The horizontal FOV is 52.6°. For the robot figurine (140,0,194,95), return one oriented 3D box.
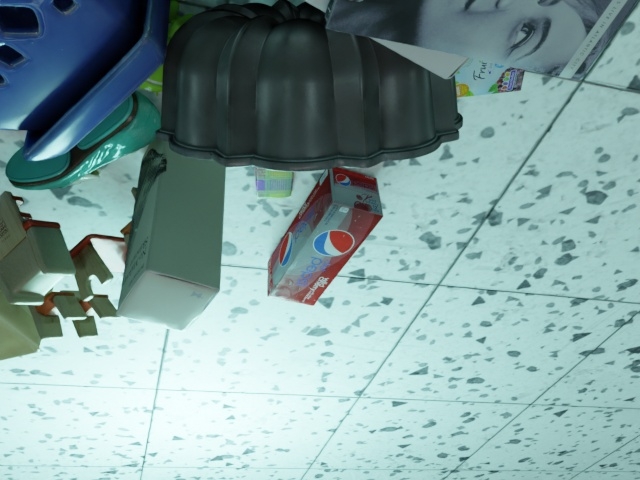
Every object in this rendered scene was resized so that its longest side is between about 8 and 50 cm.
[{"bbox_3d":[-0.191,-0.226,0.770,0.101,0.067,0.115,37,129,-7],"label":"robot figurine"}]

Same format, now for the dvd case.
[{"bbox_3d":[0.130,-0.196,0.446,0.221,0.018,0.165,6,141,-16],"label":"dvd case"}]

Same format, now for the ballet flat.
[{"bbox_3d":[-0.313,-0.120,0.880,0.247,0.083,0.087,-22,153,22],"label":"ballet flat"}]

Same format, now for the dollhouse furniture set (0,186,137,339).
[{"bbox_3d":[-0.348,0.018,0.952,0.262,0.135,0.259,-38,160,16],"label":"dollhouse furniture set"}]

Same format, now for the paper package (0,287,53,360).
[{"bbox_3d":[-0.623,0.053,0.979,0.309,0.168,0.325,-13,142,10],"label":"paper package"}]

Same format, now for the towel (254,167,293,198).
[{"bbox_3d":[-0.071,-0.095,0.997,0.060,0.009,0.083,-3,142,-6],"label":"towel"}]

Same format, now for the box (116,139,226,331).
[{"bbox_3d":[-0.188,-0.030,0.848,0.094,0.275,0.113,20,134,-26],"label":"box"}]

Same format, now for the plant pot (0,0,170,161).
[{"bbox_3d":[-0.276,-0.232,0.617,0.236,0.236,0.212,-32,136,26],"label":"plant pot"}]

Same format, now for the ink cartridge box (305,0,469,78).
[{"bbox_3d":[0.045,-0.295,0.549,0.201,0.278,0.117,19,134,-28],"label":"ink cartridge box"}]

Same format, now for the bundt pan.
[{"bbox_3d":[-0.013,-0.182,0.680,0.330,0.331,0.124,-4,116,-4],"label":"bundt pan"}]

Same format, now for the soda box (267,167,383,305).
[{"bbox_3d":[0.000,0.000,1.067,0.092,0.083,0.263,13,138,-22],"label":"soda box"}]

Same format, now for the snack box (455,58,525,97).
[{"bbox_3d":[0.213,-0.250,0.822,0.100,0.037,0.141,-6,141,1],"label":"snack box"}]
